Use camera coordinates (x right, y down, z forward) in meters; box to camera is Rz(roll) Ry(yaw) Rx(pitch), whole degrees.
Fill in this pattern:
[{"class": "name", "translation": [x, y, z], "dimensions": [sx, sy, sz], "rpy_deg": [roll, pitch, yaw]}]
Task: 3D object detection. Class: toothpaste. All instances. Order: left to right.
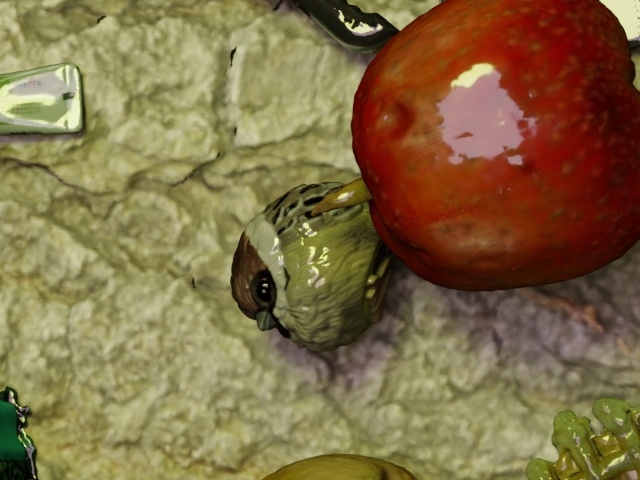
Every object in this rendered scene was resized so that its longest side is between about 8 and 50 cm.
[{"class": "toothpaste", "translation": [-0.252, -0.086, 1.211], "dimensions": [0.197, 0.029, 0.048], "rpy_deg": [-5, 81, 12]}]

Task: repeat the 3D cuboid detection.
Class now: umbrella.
[{"class": "umbrella", "translation": [-0.050, -0.199, 1.149], "dimensions": [0.071, 0.071, 0.248], "rpy_deg": [-45, 72, 6]}]

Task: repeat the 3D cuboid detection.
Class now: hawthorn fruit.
[{"class": "hawthorn fruit", "translation": [0.089, -0.050, 1.024], "dimensions": [0.200, 0.179, 0.179], "rpy_deg": [-23, 77, 3]}]

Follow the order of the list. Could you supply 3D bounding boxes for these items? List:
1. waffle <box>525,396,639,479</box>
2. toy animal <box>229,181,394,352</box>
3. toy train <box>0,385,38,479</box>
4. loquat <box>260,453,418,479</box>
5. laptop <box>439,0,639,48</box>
[{"class": "waffle", "translation": [0.199, 0.176, 1.040], "dimensions": [0.184, 0.036, 0.169], "rpy_deg": [7, 83, 16]}, {"class": "toy animal", "translation": [0.000, 0.000, 1.098], "dimensions": [0.098, 0.098, 0.137], "rpy_deg": [12, 63, 17]}, {"class": "toy train", "translation": [-0.278, 0.170, 1.141], "dimensions": [0.163, 0.112, 0.203], "rpy_deg": [16, 89, 12]}, {"class": "loquat", "translation": [0.009, 0.223, 1.005], "dimensions": [0.213, 0.213, 0.213], "rpy_deg": [-2, 82, 16]}, {"class": "laptop", "translation": [0.128, -0.189, 1.123], "dimensions": [0.129, 0.016, 0.180], "rpy_deg": [-16, 78, 13]}]
